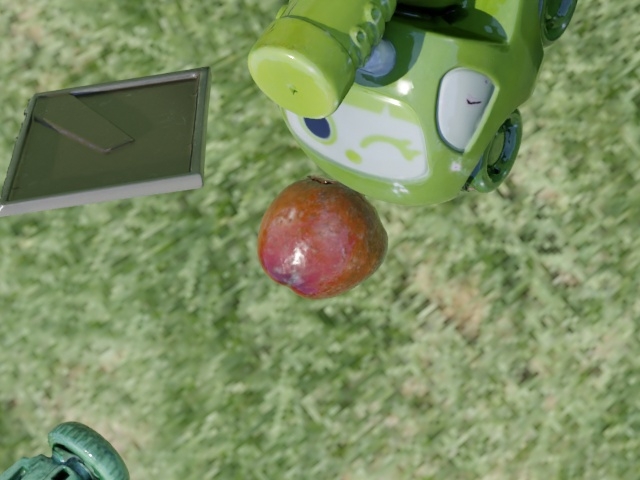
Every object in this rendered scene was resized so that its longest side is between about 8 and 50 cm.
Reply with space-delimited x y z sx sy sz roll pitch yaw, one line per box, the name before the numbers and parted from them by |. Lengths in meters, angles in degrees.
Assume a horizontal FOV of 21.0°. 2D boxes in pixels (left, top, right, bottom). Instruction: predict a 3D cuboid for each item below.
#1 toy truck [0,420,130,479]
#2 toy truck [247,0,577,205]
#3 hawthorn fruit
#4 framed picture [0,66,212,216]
toy truck | -0.132 0.255 1.150 0.279 0.155 0.156 30 148 27
toy truck | 0.045 -0.129 0.965 0.148 0.187 0.210 22 169 26
hawthorn fruit | 0.000 0.000 2.322 0.173 0.173 0.173 24 131 31
framed picture | -0.224 -0.110 1.847 0.213 0.289 0.016 -9 118 2
